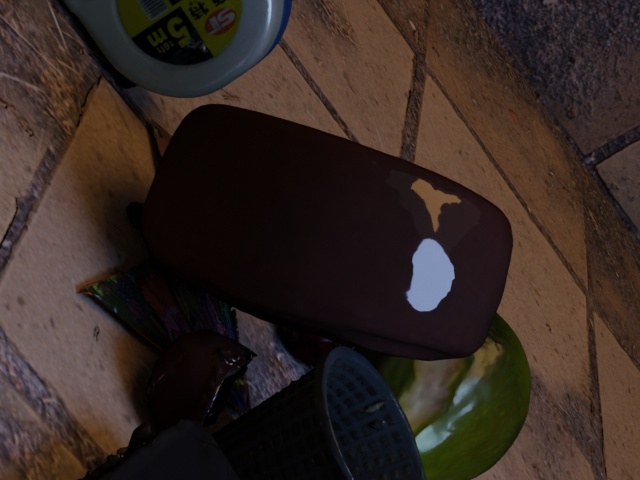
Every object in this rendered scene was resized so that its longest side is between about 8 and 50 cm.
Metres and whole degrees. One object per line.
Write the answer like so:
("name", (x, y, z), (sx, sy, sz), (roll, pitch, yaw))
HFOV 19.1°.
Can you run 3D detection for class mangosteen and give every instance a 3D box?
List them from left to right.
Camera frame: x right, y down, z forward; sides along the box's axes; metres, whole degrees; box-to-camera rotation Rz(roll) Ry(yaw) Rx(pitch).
("mangosteen", (0.000, 0.089, 1.956), (0.081, 0.081, 0.081), (49, 23, -29))

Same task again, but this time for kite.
("kite", (-0.126, 0.069, 1.773), (0.234, 0.016, 0.321), (62, 21, -1))

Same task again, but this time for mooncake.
("mooncake", (0.000, 0.000, 1.740), (0.325, 0.174, 0.334), (19, -5, -8))

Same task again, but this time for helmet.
("helmet", (-0.111, 0.121, 1.632), (0.070, 0.098, 0.123), (33, 19, 7))

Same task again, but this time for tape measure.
("tape measure", (-0.084, -0.288, 1.868), (0.215, 0.351, 0.098), (55, 22, -7))

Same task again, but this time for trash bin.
("trash bin", (-0.015, 0.201, 1.638), (0.175, 0.161, 0.175), (47, 28, -34))

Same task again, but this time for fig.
("fig", (0.090, 0.184, 1.938), (0.206, 0.206, 0.275), (53, 50, -18))

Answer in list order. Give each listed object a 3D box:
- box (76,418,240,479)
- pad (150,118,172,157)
("box", (-0.090, 0.321, 1.399), (0.350, 0.091, 0.359), (60, 22, -1))
("pad", (-0.110, -0.040, 1.956), (0.188, 0.006, 0.113), (41, 21, -45))
